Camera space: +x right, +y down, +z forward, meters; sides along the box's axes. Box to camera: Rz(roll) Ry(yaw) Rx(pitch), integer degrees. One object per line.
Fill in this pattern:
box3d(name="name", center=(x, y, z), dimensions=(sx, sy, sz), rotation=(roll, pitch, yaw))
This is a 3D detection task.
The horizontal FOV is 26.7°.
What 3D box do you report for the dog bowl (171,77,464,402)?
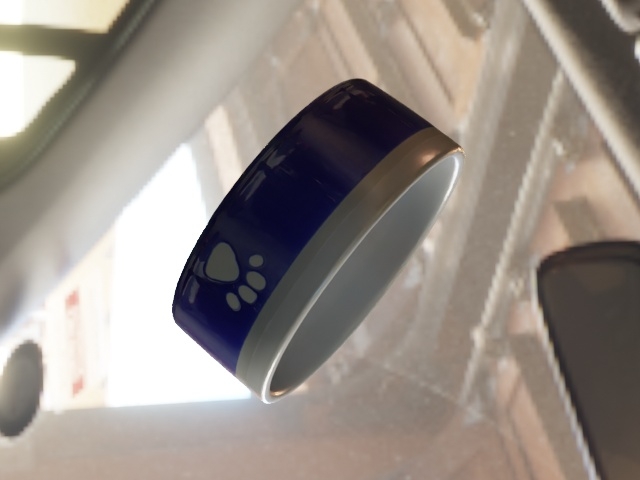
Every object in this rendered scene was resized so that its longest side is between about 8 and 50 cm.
box3d(name="dog bowl", center=(0.000, 0.000, 1.115), dimensions=(0.104, 0.265, 0.265), rotation=(38, -32, 12))
